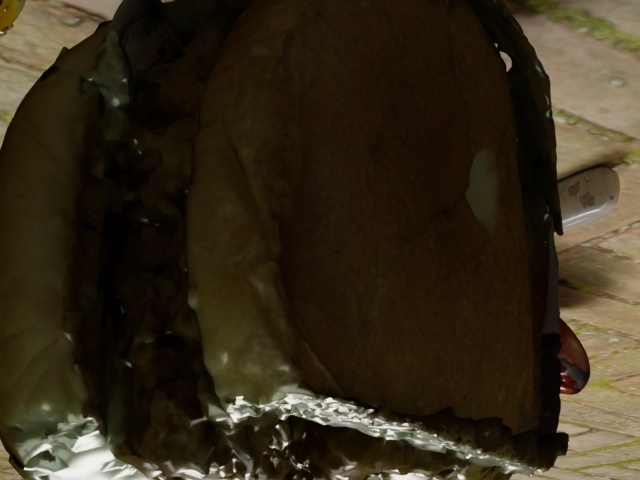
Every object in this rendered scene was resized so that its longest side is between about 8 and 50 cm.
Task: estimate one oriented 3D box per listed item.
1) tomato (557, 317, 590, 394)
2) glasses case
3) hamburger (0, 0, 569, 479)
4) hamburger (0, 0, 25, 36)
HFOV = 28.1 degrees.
[{"bbox_3d":[0.161,0.081,1.112,0.166,0.082,0.174,11,164,-6],"label":"tomato"},{"bbox_3d":[0.173,-0.026,0.878,0.021,0.032,0.083,17,158,-26],"label":"glasses case"},{"bbox_3d":[0.000,0.000,0.625,0.195,0.276,0.318,-14,154,32],"label":"hamburger"},{"bbox_3d":[-0.202,-0.125,0.594,0.141,0.081,0.127,-13,155,38],"label":"hamburger"}]
